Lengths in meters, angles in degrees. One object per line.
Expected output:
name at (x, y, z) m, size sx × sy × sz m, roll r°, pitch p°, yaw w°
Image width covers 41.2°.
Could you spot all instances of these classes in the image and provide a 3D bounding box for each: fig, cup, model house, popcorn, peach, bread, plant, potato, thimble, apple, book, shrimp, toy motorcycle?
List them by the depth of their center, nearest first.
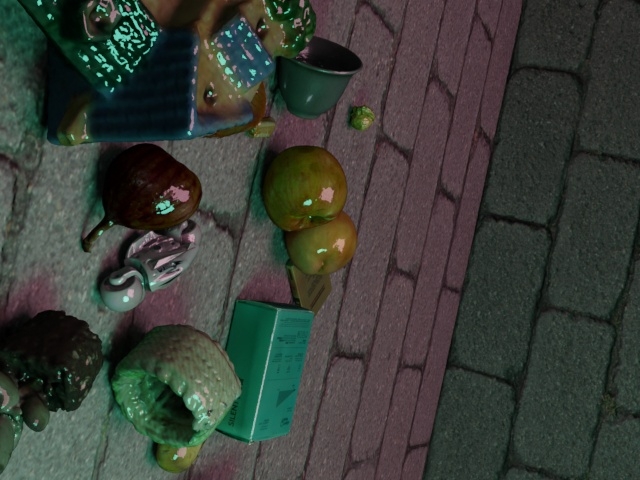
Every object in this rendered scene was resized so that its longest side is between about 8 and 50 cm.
model house at (-0.262, -0.316, 1.208) m, size 0.382 × 0.334 × 0.343 m, roll 57°, pitch 47°, yaw -44°
plant at (-0.441, 0.225, 1.251) m, size 0.274 × 0.146 × 0.149 m, roll -49°, pitch 145°, yaw -47°
fig at (-0.305, -0.085, 1.434) m, size 0.202 × 0.148 × 0.149 m, roll -12°, pitch 76°, yaw -31°
toy motorcycle at (-0.292, 0.042, 1.543) m, size 0.254 × 0.112 × 0.112 m, roll -49°, pitch 143°, yaw -45°
thimble at (-0.262, 0.266, 1.571) m, size 0.150 × 0.219 × 0.219 m, roll -48°, pitch 142°, yaw -49°
shrimp at (-0.176, -0.278, 1.718) m, size 0.249 × 0.068 × 0.150 m, roll -54°, pitch 134°, yaw -51°
potato at (-0.279, 0.399, 1.759) m, size 0.107 × 0.080 × 0.170 m, roll 60°, pitch 43°, yaw -45°
bread at (-0.131, -0.247, 1.856) m, size 0.088 × 0.033 × 0.049 m, roll -19°, pitch 132°, yaw -58°
cup at (-0.020, -0.355, 1.911) m, size 0.199 × 0.199 × 0.150 m, roll -40°, pitch 154°, yaw -54°
apple at (-0.038, -0.121, 1.929) m, size 0.196 × 0.196 × 0.196 m, roll -38°, pitch 134°, yaw -55°
peach at (0.000, 0.000, 2.067) m, size 0.184 × 0.184 × 0.184 m, roll -38°, pitch 134°, yaw -55°
book at (-0.027, 0.097, 2.239) m, size 0.161 × 0.026 × 0.231 m, roll -56°, pitch 147°, yaw -40°
popcorn at (0.115, -0.331, 2.304) m, size 0.083 × 0.059 × 0.068 m, roll 122°, pitch -35°, yaw -45°

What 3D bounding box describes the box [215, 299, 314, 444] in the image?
box at (-0.133, 0.298, 1.985) m, size 0.205 × 0.118 × 0.311 m, roll 13°, pitch 88°, yaw -63°
